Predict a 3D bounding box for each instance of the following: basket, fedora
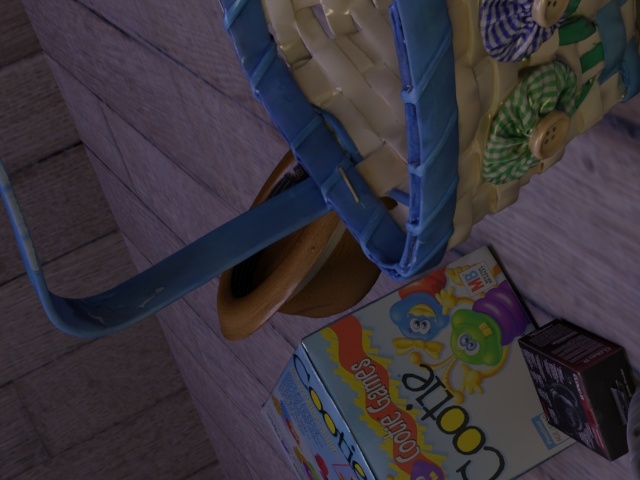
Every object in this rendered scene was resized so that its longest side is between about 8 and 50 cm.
[{"bbox_3d":[-0.013,-0.099,0.604,0.201,0.289,0.254,59,169,37],"label":"basket"},{"bbox_3d":[0.000,0.000,1.083,0.079,0.194,0.194,29,176,-19],"label":"fedora"}]

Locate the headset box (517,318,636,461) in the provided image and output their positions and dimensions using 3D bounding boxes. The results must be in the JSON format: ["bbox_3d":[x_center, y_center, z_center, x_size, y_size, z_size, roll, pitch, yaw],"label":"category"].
[{"bbox_3d":[0.156,0.088,0.872,0.062,0.032,0.083,67,165,-18],"label":"headset box"}]

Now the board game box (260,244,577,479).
[{"bbox_3d":[0.062,0.127,1.054,0.144,0.142,0.275,61,166,10],"label":"board game box"}]

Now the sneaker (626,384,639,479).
[{"bbox_3d":[0.229,0.177,0.634,0.297,0.111,0.129,56,170,31],"label":"sneaker"}]
